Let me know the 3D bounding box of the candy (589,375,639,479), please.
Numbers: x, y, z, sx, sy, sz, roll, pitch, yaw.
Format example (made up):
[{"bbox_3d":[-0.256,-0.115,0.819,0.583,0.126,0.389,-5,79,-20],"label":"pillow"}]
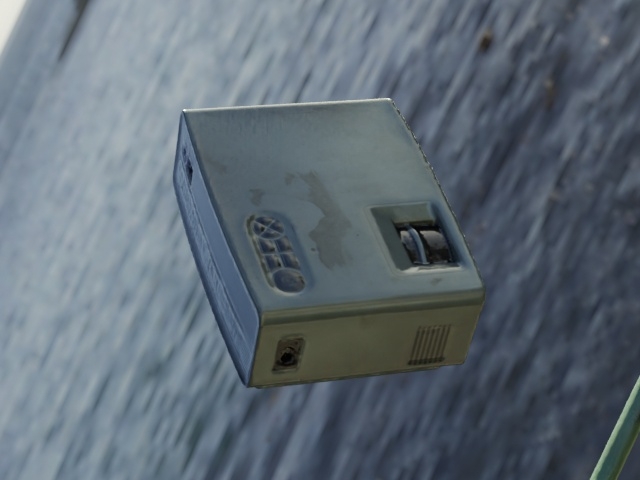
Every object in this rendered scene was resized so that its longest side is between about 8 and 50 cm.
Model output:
[{"bbox_3d":[0.188,0.004,0.900,0.288,0.084,0.078,-60,-9,-30],"label":"candy"}]

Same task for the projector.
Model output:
[{"bbox_3d":[0.000,0.000,0.911,0.061,0.115,0.147,101,156,-42],"label":"projector"}]
